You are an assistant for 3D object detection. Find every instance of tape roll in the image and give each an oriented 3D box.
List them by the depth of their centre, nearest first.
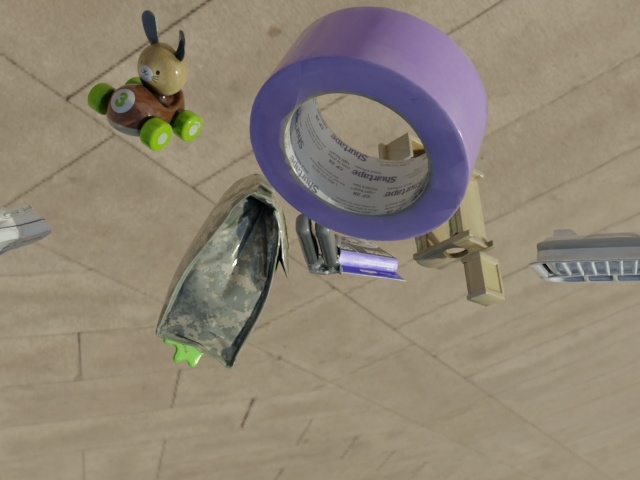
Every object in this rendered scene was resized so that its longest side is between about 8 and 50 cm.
[{"bbox_3d":[0.041,-0.093,0.603,0.189,0.080,0.189,15,139,13],"label":"tape roll"}]

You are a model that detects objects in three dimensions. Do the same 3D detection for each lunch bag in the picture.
[{"bbox_3d":[-0.140,0.029,1.204,0.169,0.235,0.287,25,100,-10],"label":"lunch bag"}]

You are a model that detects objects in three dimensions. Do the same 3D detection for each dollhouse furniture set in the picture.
[{"bbox_3d":[0.128,-0.012,0.883,0.161,0.182,0.101,20,146,-38],"label":"dollhouse furniture set"}]

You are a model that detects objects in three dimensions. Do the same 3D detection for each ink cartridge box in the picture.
[{"bbox_3d":[0.090,0.038,1.821,0.206,0.208,0.045,9,106,-32],"label":"ink cartridge box"}]

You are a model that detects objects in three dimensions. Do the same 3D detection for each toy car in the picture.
[{"bbox_3d":[-0.276,-0.273,1.176,0.149,0.155,0.188,-30,148,-52],"label":"toy car"}]

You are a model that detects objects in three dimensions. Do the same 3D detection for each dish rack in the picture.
[{"bbox_3d":[0.550,0.029,1.331,0.285,0.072,0.333,-2,171,23],"label":"dish rack"}]

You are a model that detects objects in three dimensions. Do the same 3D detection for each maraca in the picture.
[{"bbox_3d":[-0.215,0.164,1.373,0.186,0.127,0.099,-32,-168,-28],"label":"maraca"}]

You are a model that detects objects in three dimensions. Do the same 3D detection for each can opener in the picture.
[{"bbox_3d":[0.000,0.000,1.448,0.076,0.095,0.283,0,156,6],"label":"can opener"}]

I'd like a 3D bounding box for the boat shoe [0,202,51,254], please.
[{"bbox_3d":[-0.552,-0.019,1.218,0.083,0.076,0.226,-33,-177,7],"label":"boat shoe"}]
